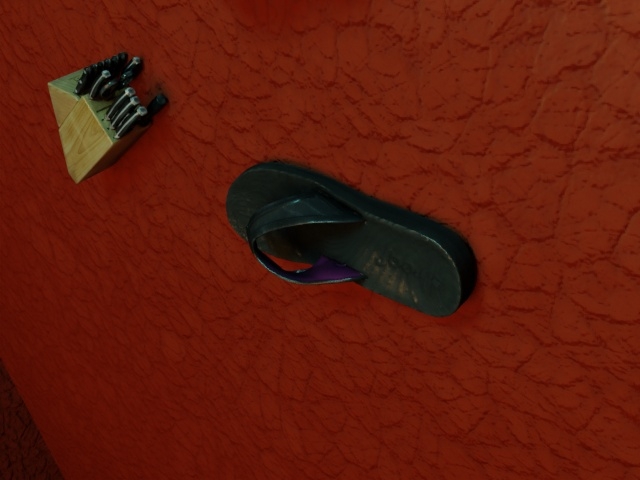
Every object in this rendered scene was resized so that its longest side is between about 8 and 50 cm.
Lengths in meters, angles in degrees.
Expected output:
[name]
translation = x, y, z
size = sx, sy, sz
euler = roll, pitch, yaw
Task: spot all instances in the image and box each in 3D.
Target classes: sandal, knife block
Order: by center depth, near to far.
[sandal]
translation = 0.001, -0.002, 1.121
size = 0.445, 0.107, 0.168
euler = 17, 130, 40
[knife block]
translation = -0.353, -0.192, 1.383
size = 0.242, 0.088, 0.276
euler = 29, 137, 31
